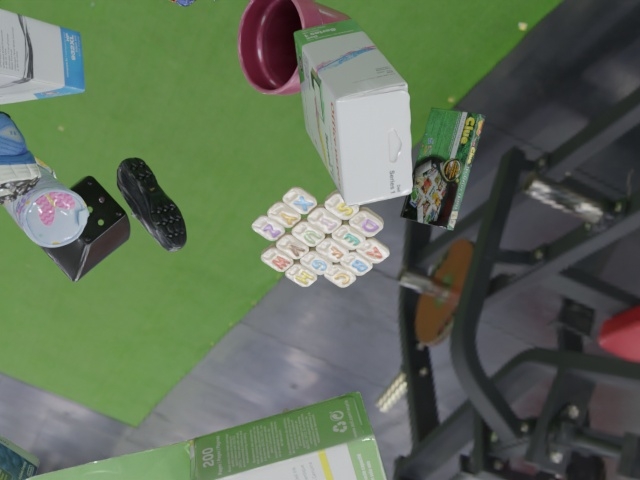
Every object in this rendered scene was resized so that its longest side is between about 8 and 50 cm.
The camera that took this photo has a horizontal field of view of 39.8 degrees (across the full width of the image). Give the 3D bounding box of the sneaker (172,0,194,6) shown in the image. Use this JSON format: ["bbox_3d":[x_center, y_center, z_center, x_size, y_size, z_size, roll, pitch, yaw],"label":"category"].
[{"bbox_3d":[-0.277,-0.480,1.672,0.221,0.083,0.087,-8,135,-11],"label":"sneaker"}]

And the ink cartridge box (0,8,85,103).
[{"bbox_3d":[-0.634,-0.349,1.678,0.223,0.128,0.307,-3,-179,21],"label":"ink cartridge box"}]

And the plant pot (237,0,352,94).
[{"bbox_3d":[-0.031,-0.381,1.706,0.180,0.201,0.201,-9,174,-42],"label":"plant pot"}]

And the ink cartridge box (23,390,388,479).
[{"bbox_3d":[-0.064,0.209,0.609,0.235,0.056,0.171,-15,120,-1],"label":"ink cartridge box"}]

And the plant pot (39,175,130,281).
[{"bbox_3d":[-0.561,-0.045,2.083,0.187,0.188,0.167,48,151,-3],"label":"plant pot"}]

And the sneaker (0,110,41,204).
[{"bbox_3d":[-0.553,-0.106,1.175,0.330,0.147,0.130,-14,169,-37],"label":"sneaker"}]

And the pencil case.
[{"bbox_3d":[-0.524,-0.078,1.643,0.124,0.113,0.273,12,-168,-34],"label":"pencil case"}]

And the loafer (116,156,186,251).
[{"bbox_3d":[-0.339,-0.065,1.763,0.223,0.076,0.078,56,135,17],"label":"loafer"}]

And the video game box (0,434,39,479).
[{"bbox_3d":[-0.420,0.262,1.004,0.187,0.048,0.205,36,-175,-16],"label":"video game box"}]

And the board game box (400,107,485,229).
[{"bbox_3d":[0.268,-0.160,1.954,0.136,0.259,0.030,17,-179,45],"label":"board game box"}]

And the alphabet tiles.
[{"bbox_3d":[0.000,0.000,1.968,0.278,0.021,0.284,35,128,-22],"label":"alphabet tiles"}]

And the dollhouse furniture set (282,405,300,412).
[{"bbox_3d":[0.006,0.558,1.732,0.174,0.303,0.355,-34,125,6],"label":"dollhouse furniture set"}]

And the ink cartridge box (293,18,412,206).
[{"bbox_3d":[0.051,-0.215,1.463,0.117,0.278,0.201,-13,127,-9],"label":"ink cartridge box"}]
